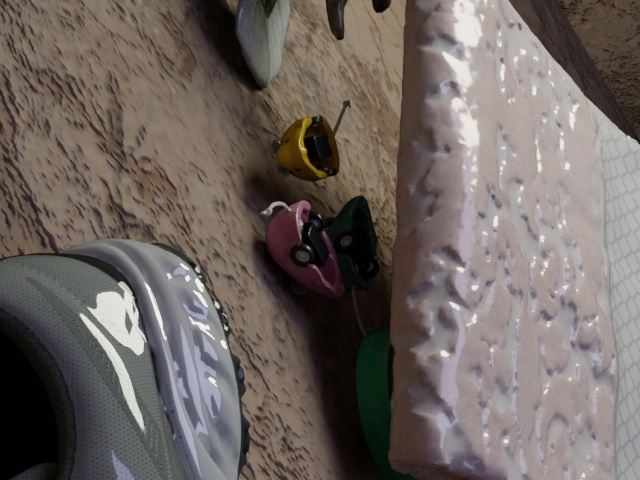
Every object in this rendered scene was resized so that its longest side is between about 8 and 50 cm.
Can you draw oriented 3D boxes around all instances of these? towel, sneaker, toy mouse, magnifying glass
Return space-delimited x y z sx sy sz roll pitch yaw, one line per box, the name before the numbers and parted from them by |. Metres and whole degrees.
towel | 0.145 0.024 0.944 0.317 0.053 0.332 33 51 -46
sneaker | -0.060 0.126 0.464 0.108 0.100 0.271 1 59 -54
toy mouse | 0.000 0.000 0.868 0.161 0.031 0.143 -36 110 -66
magnifying glass | 0.073 0.111 0.913 0.231 0.026 0.092 33 48 -64

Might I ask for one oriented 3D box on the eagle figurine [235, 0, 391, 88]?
eagle figurine | -0.053 -0.273 0.938 0.298 0.225 0.226 36 -30 10
